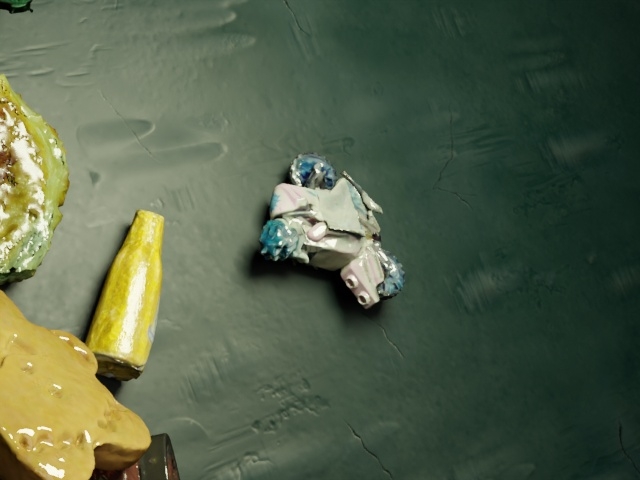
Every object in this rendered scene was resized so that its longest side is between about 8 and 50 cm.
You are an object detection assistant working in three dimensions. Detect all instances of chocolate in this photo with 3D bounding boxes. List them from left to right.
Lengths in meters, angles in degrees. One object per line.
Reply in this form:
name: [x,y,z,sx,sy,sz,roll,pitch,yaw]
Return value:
chocolate: [-0.235,0.060,1.308,0.086,0.086,0.219,23,60,-26]

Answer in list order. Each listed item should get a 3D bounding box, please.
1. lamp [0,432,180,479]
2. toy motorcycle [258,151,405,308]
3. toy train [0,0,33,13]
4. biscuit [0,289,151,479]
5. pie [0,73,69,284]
lamp: [-0.259,0.291,1.115,0.247,0.247,0.247,13,66,-30]
toy motorcycle: [-0.003,0.003,1.473,0.239,0.108,0.204,44,45,16]
toy train: [-0.483,-0.359,1.213,0.237,0.150,0.369,44,43,18]
biscuit: [-0.327,0.111,1.015,0.355,0.052,0.275,38,17,16]
pie: [-0.450,-0.082,1.199,0.355,0.103,0.288,-3,78,-35]
